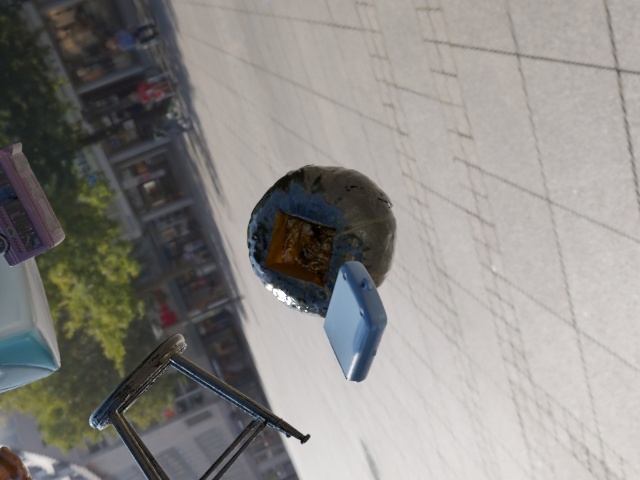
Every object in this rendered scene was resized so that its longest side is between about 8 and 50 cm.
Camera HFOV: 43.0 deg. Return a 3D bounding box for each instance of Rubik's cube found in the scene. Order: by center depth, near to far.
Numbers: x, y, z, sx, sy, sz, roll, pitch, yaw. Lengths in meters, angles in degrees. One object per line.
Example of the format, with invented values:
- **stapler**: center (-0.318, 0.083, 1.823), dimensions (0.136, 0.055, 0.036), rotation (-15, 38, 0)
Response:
- **Rubik's cube**: center (-0.760, 0.134, 1.684), dimensions (0.352, 0.352, 0.347), rotation (113, 138, -63)

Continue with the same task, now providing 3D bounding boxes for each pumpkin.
- **pumpkin**: center (0.000, 0.000, 1.621), dimensions (0.192, 0.321, 0.320), rotation (-15, -100, -61)

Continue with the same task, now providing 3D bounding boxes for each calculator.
- **calculator**: center (0.050, 0.122, 1.194), dimensions (0.210, 0.039, 0.121), rotation (103, 148, -49)

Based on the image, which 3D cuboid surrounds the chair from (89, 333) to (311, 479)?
- **chair**: center (-0.312, 0.468, 1.986), dimensions (0.410, 0.364, 0.362), rotation (44, 166, 2)

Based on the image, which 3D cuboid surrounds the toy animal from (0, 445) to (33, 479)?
- **toy animal**: center (-0.868, 0.636, 1.948), dimensions (0.191, 0.338, 0.216), rotation (35, 147, 26)

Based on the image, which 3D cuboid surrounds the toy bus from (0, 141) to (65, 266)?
- **toy bus**: center (-0.467, -0.059, 1.230), dimensions (0.087, 0.098, 0.178), rotation (-86, -28, -76)
